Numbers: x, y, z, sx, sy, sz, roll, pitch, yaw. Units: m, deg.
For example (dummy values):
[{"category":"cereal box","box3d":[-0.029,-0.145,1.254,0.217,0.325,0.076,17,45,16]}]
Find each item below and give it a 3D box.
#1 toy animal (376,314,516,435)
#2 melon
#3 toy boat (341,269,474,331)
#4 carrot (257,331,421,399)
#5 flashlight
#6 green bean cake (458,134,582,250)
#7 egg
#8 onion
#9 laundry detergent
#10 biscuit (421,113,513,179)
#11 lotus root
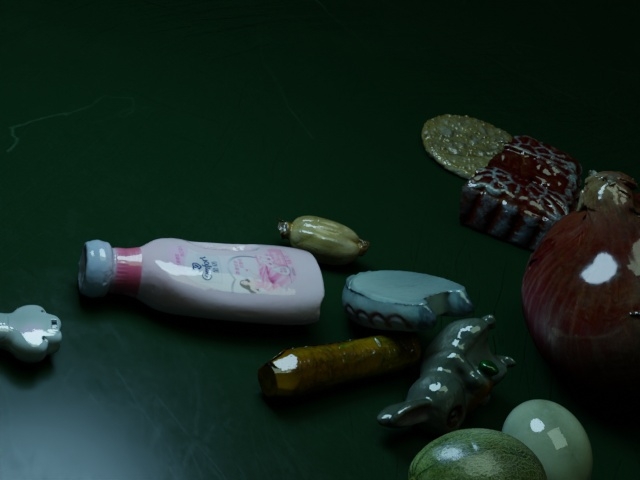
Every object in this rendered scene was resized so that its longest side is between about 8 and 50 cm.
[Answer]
[{"category":"toy animal","box3d":[0.167,0.205,1.797,0.236,0.138,0.108,-45,109,-32]},{"category":"melon","box3d":[0.200,0.300,1.613,0.192,0.139,0.139,7,34,-21]},{"category":"toy boat","box3d":[0.116,0.097,1.875,0.134,0.078,0.208,-20,20,-40]},{"category":"carrot","box3d":[0.032,0.167,1.792,0.260,0.070,0.070,-7,41,-36]},{"category":"flashlight","box3d":[-0.427,0.116,1.651,0.201,0.047,0.093,5,34,-17]},{"category":"green bean cake","box3d":[0.355,-0.092,2.300,0.199,0.097,0.232,24,40,4]},{"category":"egg","box3d":[0.296,0.276,1.720,0.114,0.114,0.152,2,39,-25]},{"category":"onion","box3d":[0.473,0.079,1.943,0.354,0.353,0.353,14,33,-9]},{"category":"laundry detergent","box3d":[-0.168,0.051,1.842,0.335,0.087,0.159,6,30,-19]},{"category":"biscuit","box3d":[0.289,-0.171,2.466,0.220,0.033,0.219,13,35,-9]},{"category":"lotus root","box3d":[0.000,0.000,2.031,0.150,0.062,0.073,15,55,-4]}]
